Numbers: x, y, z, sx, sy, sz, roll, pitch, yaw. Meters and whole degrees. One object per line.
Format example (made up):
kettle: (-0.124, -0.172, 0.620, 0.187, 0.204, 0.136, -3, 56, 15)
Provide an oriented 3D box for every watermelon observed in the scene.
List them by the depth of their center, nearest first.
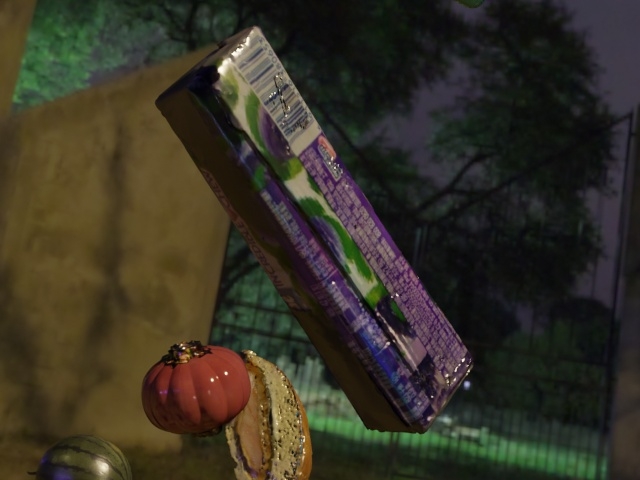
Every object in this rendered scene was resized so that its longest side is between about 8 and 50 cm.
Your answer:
watermelon: (-0.276, 0.269, 1.144, 0.133, 0.105, 0.105, 8, -11, 23)

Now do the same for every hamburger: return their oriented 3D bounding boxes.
hamburger: (-0.047, 0.210, 1.112, 0.087, 0.176, 0.102, -28, -35, 9)

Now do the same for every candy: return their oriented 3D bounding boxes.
candy: (0.000, 0.000, 0.732, 0.061, 0.088, 0.312, -14, -65, 48)

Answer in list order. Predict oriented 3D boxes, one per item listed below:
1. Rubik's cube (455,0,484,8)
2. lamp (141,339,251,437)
Rubik's cube: (0.022, -0.252, 0.500, 0.265, 0.224, 0.213, 39, -61, -6)
lamp: (-0.121, 0.144, 0.986, 0.107, 0.092, 0.107, -12, 12, 3)
